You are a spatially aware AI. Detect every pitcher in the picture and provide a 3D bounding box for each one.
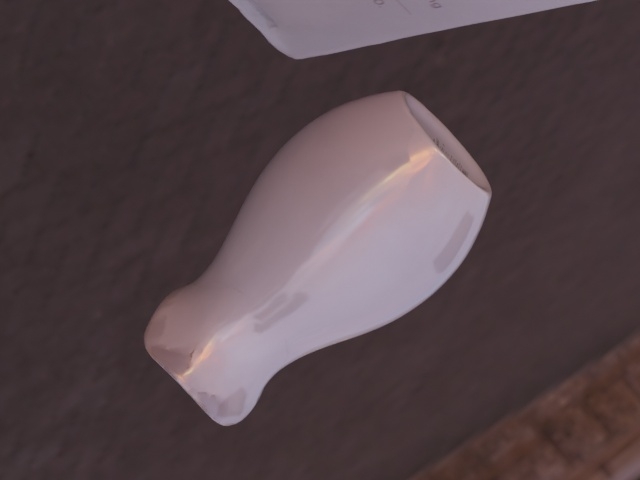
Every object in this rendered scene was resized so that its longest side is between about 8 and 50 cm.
[{"bbox_3d":[0.000,0.000,1.108,0.207,0.125,0.178,-41,-168,14],"label":"pitcher"}]

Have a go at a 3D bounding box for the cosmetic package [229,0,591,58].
[{"bbox_3d":[0.058,-0.380,1.132,0.327,0.393,0.329,-7,145,40],"label":"cosmetic package"}]
